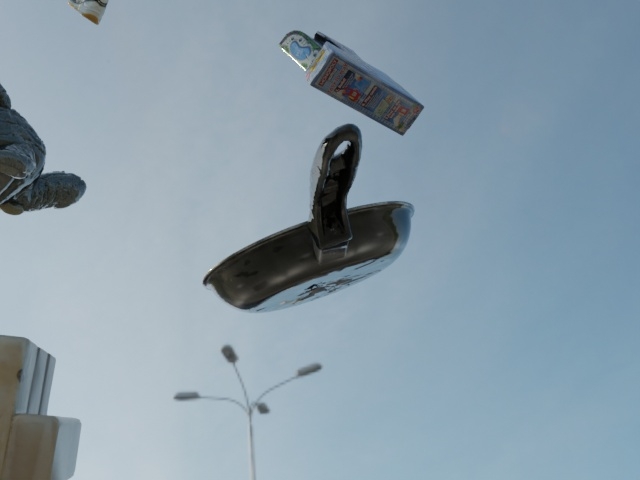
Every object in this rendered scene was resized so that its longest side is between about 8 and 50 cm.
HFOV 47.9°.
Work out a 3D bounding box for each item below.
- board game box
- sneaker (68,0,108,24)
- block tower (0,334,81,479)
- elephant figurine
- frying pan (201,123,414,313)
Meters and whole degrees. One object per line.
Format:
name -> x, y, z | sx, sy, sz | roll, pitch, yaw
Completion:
board game box -> 0.032, -0.255, 1.085 | 0.194, 0.194, 0.060 | 11, -59, -52
sneaker -> -0.269, -0.279, 0.845 | 0.032, 0.083, 0.037 | 28, -82, -44
block tower -> -0.273, 0.072, 0.282 | 0.336, 0.090, 0.097 | 8, -17, -11
elephant figurine -> -0.305, -0.073, 0.594 | 0.239, 0.186, 0.169 | -24, -71, -32
frying pan -> 0.023, -0.005, 0.580 | 0.197, 0.053, 0.326 | -13, -13, -32
